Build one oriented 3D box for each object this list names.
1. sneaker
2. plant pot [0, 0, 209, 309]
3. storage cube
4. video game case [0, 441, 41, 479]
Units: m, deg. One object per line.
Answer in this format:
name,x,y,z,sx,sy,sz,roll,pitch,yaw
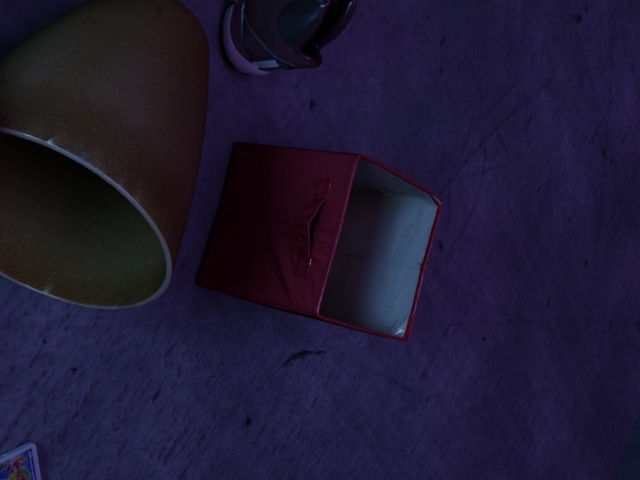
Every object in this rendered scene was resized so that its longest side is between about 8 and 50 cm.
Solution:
sneaker,-0.019,-0.321,1.085,0.106,0.162,0.282,-12,107,-49
plant pot,-0.199,-0.106,0.891,0.237,0.237,0.254,59,40,-40
storage cube,0.000,0.000,1.159,0.215,0.193,0.184,21,82,-50
video game case,-0.326,0.261,0.960,0.122,0.011,0.087,-22,114,-47
